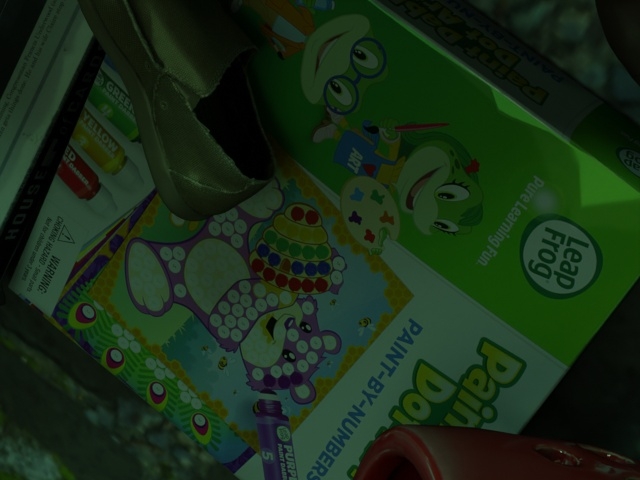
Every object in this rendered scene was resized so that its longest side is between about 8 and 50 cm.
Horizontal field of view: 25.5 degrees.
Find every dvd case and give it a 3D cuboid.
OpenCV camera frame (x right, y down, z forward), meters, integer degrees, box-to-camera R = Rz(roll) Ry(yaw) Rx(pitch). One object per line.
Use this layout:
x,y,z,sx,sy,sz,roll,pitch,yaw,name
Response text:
-0.220,-0.105,0.693,0.238,0.029,0.179,31,102,15,dvd case

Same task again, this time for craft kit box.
0.000,0.000,0.630,0.246,0.061,0.250,36,124,10,craft kit box

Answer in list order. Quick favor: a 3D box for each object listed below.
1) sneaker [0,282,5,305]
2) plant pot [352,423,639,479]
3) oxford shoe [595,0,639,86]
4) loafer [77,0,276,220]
-0.257,-0.009,0.771,0.222,0.118,0.083,51,152,37,sneaker
0.102,0.170,0.536,0.174,0.191,0.191,6,119,-11,plant pot
0.217,-0.102,0.448,0.271,0.097,0.098,-6,127,37,oxford shoe
-0.053,-0.079,0.564,0.050,0.056,0.148,-5,118,31,loafer
